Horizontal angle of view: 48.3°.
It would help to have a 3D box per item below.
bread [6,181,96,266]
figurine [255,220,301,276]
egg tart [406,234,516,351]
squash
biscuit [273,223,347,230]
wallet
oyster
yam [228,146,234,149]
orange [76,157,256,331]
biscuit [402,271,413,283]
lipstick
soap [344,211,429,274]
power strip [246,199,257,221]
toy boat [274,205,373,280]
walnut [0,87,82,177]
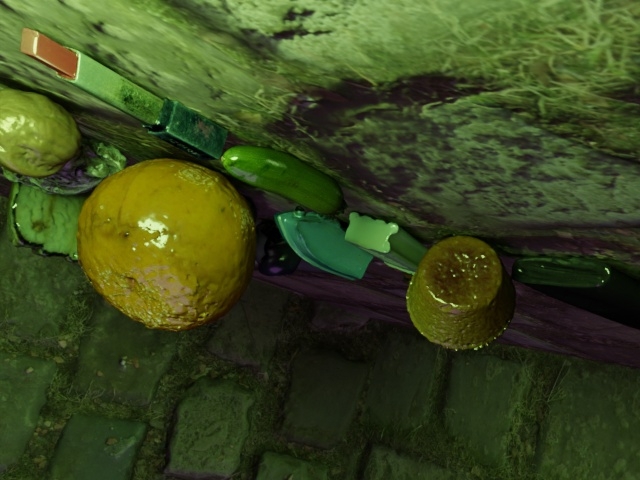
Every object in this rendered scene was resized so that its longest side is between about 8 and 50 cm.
[{"bbox_3d":[-0.602,-0.056,1.706,0.264,0.239,0.395,8,168,43],"label":"bread"},{"bbox_3d":[-0.122,0.022,1.779,0.145,0.145,0.222,22,171,-33],"label":"figurine"},{"bbox_3d":[0.264,0.093,1.357,0.215,0.215,0.171,13,160,18],"label":"egg tart"},{"bbox_3d":[-0.043,-0.095,1.129,0.258,0.069,0.069,20,170,-41],"label":"squash"},{"bbox_3d":[0.027,-0.012,1.638,0.255,0.029,0.172,18,171,-17],"label":"biscuit"},{"bbox_3d":[0.582,0.115,1.365,0.406,0.062,0.228,20,171,-29],"label":"wallet"},{"bbox_3d":[-0.537,-0.174,1.428,0.268,0.112,0.198,28,146,-21],"label":"oyster"},{"bbox_3d":[-0.097,-0.133,1.159,0.107,0.014,0.014,16,171,-6],"label":"yam"},{"bbox_3d":[-0.283,-0.001,1.368,0.341,0.293,0.340,17,140,15],"label":"orange"},{"bbox_3d":[0.264,0.096,1.872,0.174,0.038,0.183,10,169,45],"label":"biscuit"},{"bbox_3d":[-0.258,-0.190,0.964,0.051,0.051,0.312,9,168,43],"label":"lipstick"},{"bbox_3d":[0.138,0.010,1.442,0.115,0.063,0.198,18,174,35],"label":"soap"},{"bbox_3d":[-0.271,-0.042,1.603,0.225,0.139,0.140,16,174,5],"label":"power strip"},{"bbox_3d":[0.000,0.000,1.496,0.238,0.109,0.098,32,174,-35],"label":"toy boat"},{"bbox_3d":[-0.483,-0.174,1.179,0.167,0.149,0.166,0,147,0],"label":"walnut"}]
